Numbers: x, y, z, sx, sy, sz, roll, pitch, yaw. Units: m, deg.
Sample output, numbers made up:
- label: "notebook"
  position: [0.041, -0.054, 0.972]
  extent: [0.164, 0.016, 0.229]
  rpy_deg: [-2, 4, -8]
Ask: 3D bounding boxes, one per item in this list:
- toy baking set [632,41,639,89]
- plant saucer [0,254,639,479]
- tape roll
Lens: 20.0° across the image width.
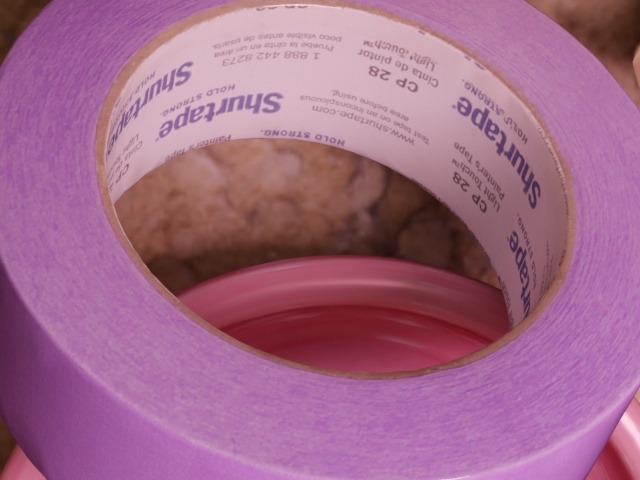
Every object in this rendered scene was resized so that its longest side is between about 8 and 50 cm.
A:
- label: "toy baking set"
  position: [0.249, -0.023, 0.804]
  extent: [0.256, 0.030, 0.197]
  rpy_deg: [10, 131, -2]
- label: "plant saucer"
  position: [0.008, 0.166, 0.843]
  extent: [0.332, 0.084, 0.332]
  rpy_deg: [0, 99, -3]
- label: "tape roll"
  position: [0.000, 0.000, 0.723]
  extent: [0.274, 0.275, 0.090]
  rpy_deg: [11, 140, -4]
